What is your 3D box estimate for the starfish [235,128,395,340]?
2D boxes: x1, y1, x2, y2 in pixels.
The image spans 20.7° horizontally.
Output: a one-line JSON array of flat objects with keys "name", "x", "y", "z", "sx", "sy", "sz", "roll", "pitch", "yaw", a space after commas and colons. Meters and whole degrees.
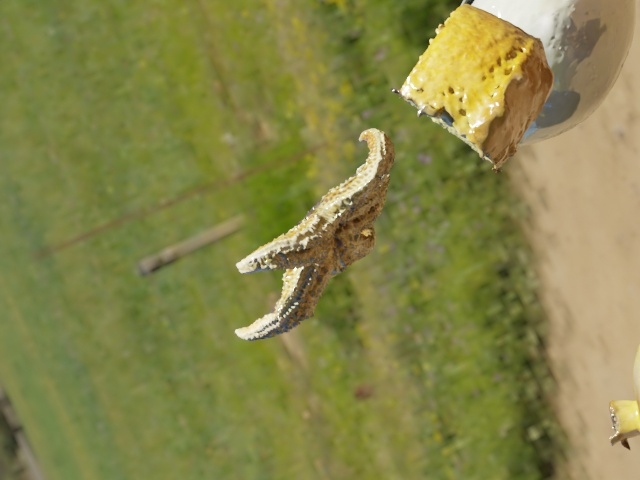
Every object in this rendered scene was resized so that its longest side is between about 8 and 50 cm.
[{"name": "starfish", "x": 0.001, "y": 0.001, "z": 1.615, "sx": 0.071, "sy": 0.238, "sz": 0.216, "roll": 27, "pitch": 107, "yaw": 25}]

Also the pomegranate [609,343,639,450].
[{"name": "pomegranate", "x": 0.516, "y": 0.209, "z": 2.176, "sx": 0.319, "sy": 0.319, "sz": 0.319, "roll": 58, "pitch": 165, "yaw": 26}]

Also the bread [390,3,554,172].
[{"name": "bread", "x": 0.155, "y": -0.159, "z": 1.754, "sx": 0.143, "sy": 0.139, "sz": 0.229, "roll": 29, "pitch": -175, "yaw": 1}]

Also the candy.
[{"name": "candy", "x": 0.281, "y": -0.239, "z": 2.138, "sx": 0.185, "sy": 0.295, "sz": 0.295, "roll": 40, "pitch": 156, "yaw": 26}]
